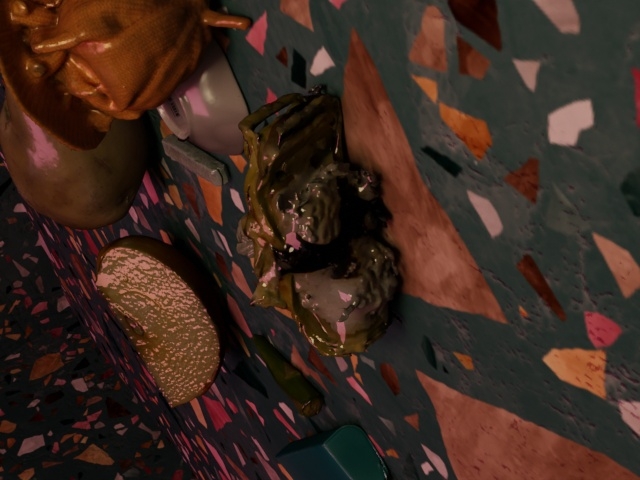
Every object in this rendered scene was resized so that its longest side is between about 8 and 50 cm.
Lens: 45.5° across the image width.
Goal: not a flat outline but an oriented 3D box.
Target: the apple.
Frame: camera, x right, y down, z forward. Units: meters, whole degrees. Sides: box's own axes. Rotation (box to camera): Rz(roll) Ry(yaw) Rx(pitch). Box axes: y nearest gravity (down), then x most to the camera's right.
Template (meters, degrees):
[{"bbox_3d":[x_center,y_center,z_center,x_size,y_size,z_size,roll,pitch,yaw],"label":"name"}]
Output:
[{"bbox_3d":[-0.278,0.137,1.408,0.346,0.179,0.254,66,167,-19],"label":"apple"}]

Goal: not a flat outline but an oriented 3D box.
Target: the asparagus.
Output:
[{"bbox_3d":[-0.062,0.217,1.247,0.178,0.041,0.045,40,142,38],"label":"asparagus"}]

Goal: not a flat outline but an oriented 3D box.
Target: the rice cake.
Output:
[{"bbox_3d":[-0.184,-0.118,1.112,0.171,0.029,0.033,31,147,46],"label":"rice cake"}]

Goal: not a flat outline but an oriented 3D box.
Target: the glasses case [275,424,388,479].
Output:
[{"bbox_3d":[0.018,0.367,1.243,0.117,0.070,0.301,51,154,3],"label":"glasses case"}]

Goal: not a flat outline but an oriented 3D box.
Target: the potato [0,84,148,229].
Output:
[{"bbox_3d":[-0.397,-0.159,1.241,0.243,0.221,0.326,29,133,31],"label":"potato"}]

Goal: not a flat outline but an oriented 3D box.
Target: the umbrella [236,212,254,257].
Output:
[{"bbox_3d":[-0.068,-0.009,0.977,0.062,0.067,0.143,37,158,-25],"label":"umbrella"}]

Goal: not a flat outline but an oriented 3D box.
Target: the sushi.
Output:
[{"bbox_3d":[-0.005,-0.001,0.777,0.131,0.139,0.291,20,134,44],"label":"sushi"}]

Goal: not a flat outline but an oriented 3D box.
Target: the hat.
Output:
[{"bbox_3d":[-0.185,-0.216,0.831,0.233,0.233,0.244,-2,114,14],"label":"hat"}]

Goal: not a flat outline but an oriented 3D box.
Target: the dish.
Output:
[{"bbox_3d":[-0.167,-0.181,0.961,0.191,0.066,0.190,43,151,31],"label":"dish"}]
